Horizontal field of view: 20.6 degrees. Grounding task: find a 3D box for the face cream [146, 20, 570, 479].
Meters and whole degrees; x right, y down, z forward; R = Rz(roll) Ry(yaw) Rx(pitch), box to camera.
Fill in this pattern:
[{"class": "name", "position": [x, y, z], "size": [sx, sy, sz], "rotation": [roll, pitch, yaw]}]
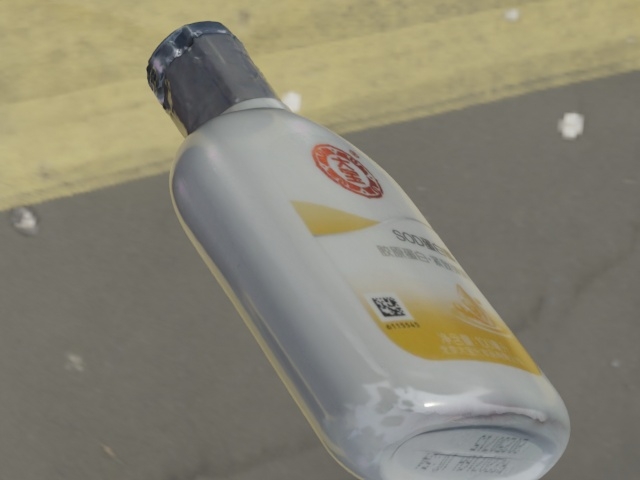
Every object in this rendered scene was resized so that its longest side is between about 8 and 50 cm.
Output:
[{"class": "face cream", "position": [0.000, 0.000, 0.833], "size": [0.144, 0.291, 0.071], "rotation": [13, 121, -42]}]
